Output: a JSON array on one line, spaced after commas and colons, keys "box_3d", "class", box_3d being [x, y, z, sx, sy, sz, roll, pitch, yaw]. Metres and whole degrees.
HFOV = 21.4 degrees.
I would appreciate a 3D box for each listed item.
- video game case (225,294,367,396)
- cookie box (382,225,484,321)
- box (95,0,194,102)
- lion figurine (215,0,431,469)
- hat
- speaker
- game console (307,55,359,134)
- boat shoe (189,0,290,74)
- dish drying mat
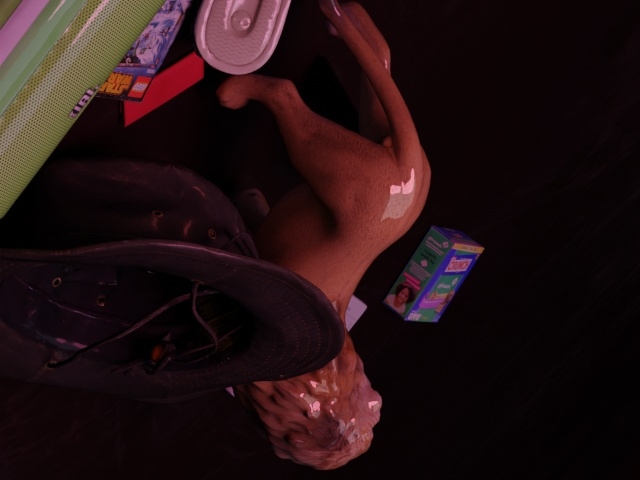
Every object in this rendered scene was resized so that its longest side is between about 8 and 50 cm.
[{"box_3d": [-0.023, 0.112, 1.797, 0.157, 0.019, 0.143, -52, 156, 0], "class": "video game case"}, {"box_3d": [0.130, 0.039, 1.945, 0.107, 0.040, 0.092, -59, 155, 12], "class": "cookie box"}, {"box_3d": [-0.153, -0.148, 1.197, 0.137, 0.027, 0.094, 2, 121, -61], "class": "box"}, {"box_3d": [0.000, 0.000, 1.361, 0.142, 0.240, 0.392, -17, 147, -32], "class": "lion figurine"}, {"box_3d": [-0.145, 0.013, 1.264, 0.331, 0.331, 0.133, 63, 26, -64], "class": "hat"}, {"box_3d": [-0.191, -0.120, 1.050, 0.296, 0.131, 0.131, -53, 156, 1], "class": "speaker"}, {"box_3d": [0.033, -0.084, 1.483, 0.107, 0.122, 0.071, 28, 115, -40], "class": "game console"}, {"box_3d": [-0.032, -0.237, 1.260, 0.233, 0.084, 0.079, -63, -167, 7], "class": "boat shoe"}, {"box_3d": [-0.123, -0.119, 1.315, 0.083, 0.008, 0.032, -36, 151, -30], "class": "dish drying mat"}]
